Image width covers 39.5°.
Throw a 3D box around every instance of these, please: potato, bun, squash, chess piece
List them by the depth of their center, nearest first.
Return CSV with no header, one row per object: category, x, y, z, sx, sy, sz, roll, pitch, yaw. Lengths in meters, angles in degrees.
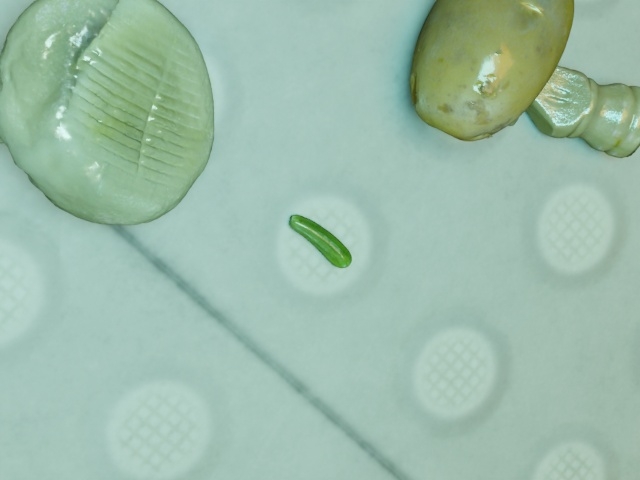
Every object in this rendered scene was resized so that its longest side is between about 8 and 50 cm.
bun,-0.213,-0.130,0.858,0.229,0.145,0.229,-5,96,-53
potato,0.187,-0.219,0.971,0.150,0.146,0.234,23,86,0
squash,0.001,-0.001,1.008,0.089,0.027,0.027,42,83,-16
chess piece,0.285,-0.166,1.066,0.200,0.090,0.090,15,92,-10
